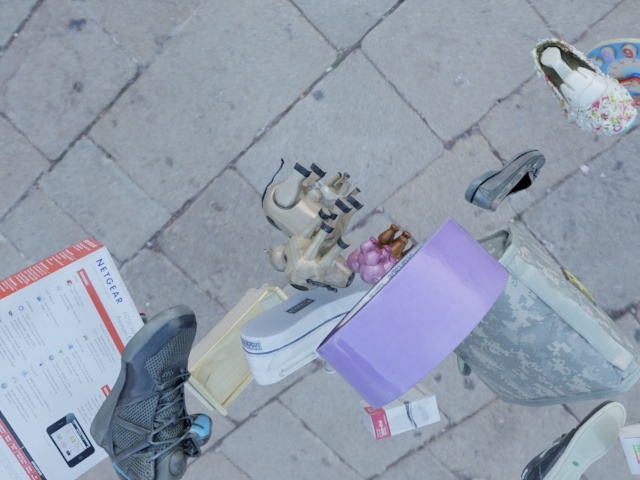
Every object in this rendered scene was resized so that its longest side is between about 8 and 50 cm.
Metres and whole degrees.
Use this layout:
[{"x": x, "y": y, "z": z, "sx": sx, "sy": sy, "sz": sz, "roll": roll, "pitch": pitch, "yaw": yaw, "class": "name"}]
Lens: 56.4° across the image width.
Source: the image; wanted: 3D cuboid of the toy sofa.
[{"x": -0.222, "y": 0.295, "z": 1.666, "sx": 0.362, "sy": 0.177, "sz": 0.150, "roll": -46, "pitch": 108, "yaw": -23, "class": "toy sofa"}]

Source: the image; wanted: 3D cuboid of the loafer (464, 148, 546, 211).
[{"x": 0.450, "y": -0.133, "z": 1.394, "sx": 0.084, "sy": 0.268, "sz": 0.096, "roll": 43, "pitch": 144, "yaw": 31, "class": "loafer"}]

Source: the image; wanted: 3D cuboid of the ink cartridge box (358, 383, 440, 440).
[{"x": 0.156, "y": 0.339, "z": 1.186, "sx": 0.136, "sy": 0.099, "sz": 0.056, "roll": -14, "pitch": 92, "yaw": -9, "class": "ink cartridge box"}]

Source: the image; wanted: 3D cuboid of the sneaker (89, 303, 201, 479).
[{"x": -0.170, "y": 0.182, "z": 0.661, "sx": 0.130, "sy": 0.087, "sz": 0.227, "roll": 40, "pitch": 114, "yaw": 24, "class": "sneaker"}]

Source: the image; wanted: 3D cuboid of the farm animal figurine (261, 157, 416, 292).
[{"x": 0.000, "y": 0.000, "z": 1.059, "sx": 0.172, "sy": 0.330, "sz": 0.326, "roll": -51, "pitch": 59, "yaw": 19, "class": "farm animal figurine"}]

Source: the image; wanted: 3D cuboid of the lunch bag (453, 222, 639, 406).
[{"x": 0.291, "y": 0.109, "z": 0.856, "sx": 0.235, "sy": 0.287, "sz": 0.169, "roll": 44, "pitch": 74, "yaw": -1, "class": "lunch bag"}]

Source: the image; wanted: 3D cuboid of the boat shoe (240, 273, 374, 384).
[{"x": 0.007, "y": 0.184, "z": 1.183, "sx": 0.136, "sy": 0.367, "sz": 0.156, "roll": 10, "pitch": 114, "yaw": 40, "class": "boat shoe"}]

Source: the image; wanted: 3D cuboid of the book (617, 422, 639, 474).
[{"x": 0.589, "y": 0.368, "z": 1.055, "sx": 0.096, "sy": 0.035, "sz": 0.144, "roll": -17, "pitch": 130, "yaw": 23, "class": "book"}]

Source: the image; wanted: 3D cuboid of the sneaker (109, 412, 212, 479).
[{"x": -0.342, "y": 0.479, "z": 1.326, "sx": 0.341, "sy": 0.125, "sz": 0.139, "roll": -31, "pitch": 73, "yaw": 38, "class": "sneaker"}]

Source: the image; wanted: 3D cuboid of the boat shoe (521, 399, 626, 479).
[{"x": 0.473, "y": 0.384, "z": 1.120, "sx": 0.084, "sy": 0.079, "sz": 0.233, "roll": 43, "pitch": 89, "yaw": -18, "class": "boat shoe"}]

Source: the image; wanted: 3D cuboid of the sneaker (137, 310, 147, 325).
[{"x": -0.391, "y": 0.229, "z": 1.219, "sx": 0.075, "sy": 0.063, "sz": 0.170, "roll": 21, "pitch": 80, "yaw": 30, "class": "sneaker"}]

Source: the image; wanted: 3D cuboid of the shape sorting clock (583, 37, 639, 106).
[{"x": 0.587, "y": -0.305, "z": 1.104, "sx": 0.206, "sy": 0.206, "sz": 0.040, "roll": 23, "pitch": 85, "yaw": -3, "class": "shape sorting clock"}]

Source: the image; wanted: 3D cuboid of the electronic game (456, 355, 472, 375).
[{"x": 0.289, "y": 0.156, "z": 1.196, "sx": 0.048, "sy": 0.229, "sz": 0.229, "roll": 0, "pitch": 110, "yaw": 7, "class": "electronic game"}]

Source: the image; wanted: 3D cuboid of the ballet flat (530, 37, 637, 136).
[{"x": 0.387, "y": -0.241, "z": 0.914, "sx": 0.077, "sy": 0.240, "sz": 0.091, "roll": 31, "pitch": 116, "yaw": -30, "class": "ballet flat"}]

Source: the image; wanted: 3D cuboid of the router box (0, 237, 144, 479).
[{"x": -0.422, "y": 0.213, "z": 0.953, "sx": 0.301, "sy": 0.082, "sz": 0.335, "roll": -32, "pitch": 119, "yaw": -30, "class": "router box"}]

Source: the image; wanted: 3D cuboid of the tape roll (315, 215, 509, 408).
[{"x": 0.088, "y": 0.069, "z": 0.590, "sx": 0.080, "sy": 0.189, "sz": 0.189, "roll": 44, "pitch": 109, "yaw": 5, "class": "tape roll"}]
